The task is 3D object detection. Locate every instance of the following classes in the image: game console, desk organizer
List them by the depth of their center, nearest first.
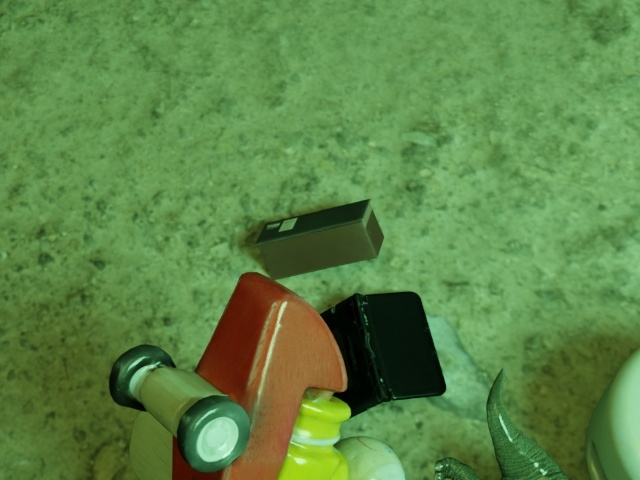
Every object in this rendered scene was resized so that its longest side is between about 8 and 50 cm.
[{"bbox_3d":[0.058,0.122,1.214,0.107,0.071,0.122,-32,57,29],"label":"game console"},{"bbox_3d":[0.000,0.000,1.262,0.130,0.050,0.047,-13,28,22],"label":"desk organizer"}]

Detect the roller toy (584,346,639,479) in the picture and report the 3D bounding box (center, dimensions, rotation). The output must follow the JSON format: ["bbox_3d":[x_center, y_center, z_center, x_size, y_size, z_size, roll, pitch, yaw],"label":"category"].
[{"bbox_3d":[0.345,0.184,1.050,0.191,0.146,0.209,19,63,10],"label":"roller toy"}]

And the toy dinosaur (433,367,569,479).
[{"bbox_3d":[0.177,0.283,1.056,0.160,0.121,0.314,6,71,6],"label":"toy dinosaur"}]

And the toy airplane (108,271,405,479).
[{"bbox_3d":[-0.038,0.263,1.026,0.272,0.384,0.386,-9,65,-35],"label":"toy airplane"}]
